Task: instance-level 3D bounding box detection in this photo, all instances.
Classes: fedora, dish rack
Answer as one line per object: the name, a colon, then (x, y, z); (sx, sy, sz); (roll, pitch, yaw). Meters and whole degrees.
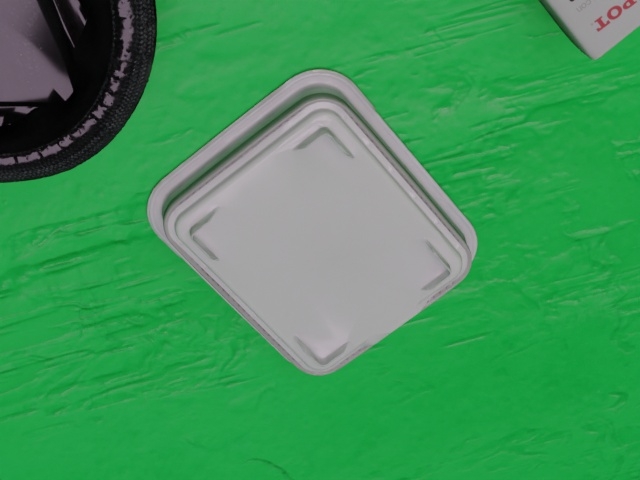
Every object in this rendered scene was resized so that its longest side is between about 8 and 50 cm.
fedora: (-0.311, -0.231, 1.297); (0.334, 0.152, 0.334); (-3, 114, -6)
dish rack: (0.000, 0.000, 1.522); (0.285, 0.072, 0.333); (-37, 118, 12)

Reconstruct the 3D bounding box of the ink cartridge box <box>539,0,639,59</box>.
ink cartridge box: (0.258, -0.370, 1.317); (0.226, 0.131, 0.306); (-38, 116, 13)
